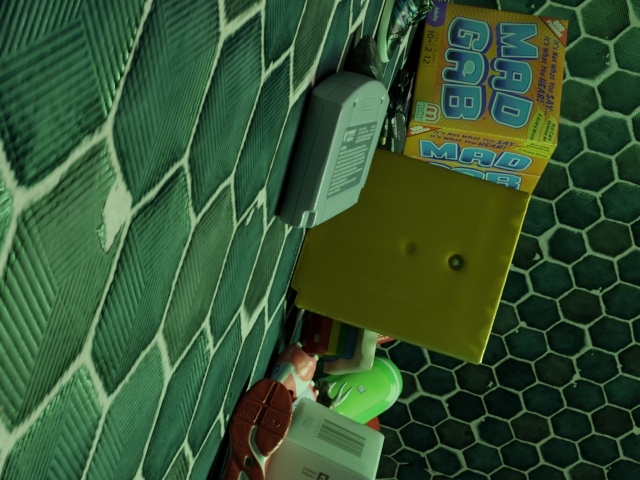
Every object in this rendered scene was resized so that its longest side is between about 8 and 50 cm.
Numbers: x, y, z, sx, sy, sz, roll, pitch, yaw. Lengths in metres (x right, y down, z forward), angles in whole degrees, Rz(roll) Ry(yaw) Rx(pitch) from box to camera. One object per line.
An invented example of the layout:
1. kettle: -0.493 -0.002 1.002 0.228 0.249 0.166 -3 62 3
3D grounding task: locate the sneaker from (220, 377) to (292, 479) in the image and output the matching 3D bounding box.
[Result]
1. sneaker: -0.113 0.312 1.390 0.128 0.087 0.221 -53 -167 54

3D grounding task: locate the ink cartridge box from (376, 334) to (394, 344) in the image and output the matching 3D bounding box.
1. ink cartridge box: 0.121 0.076 2.035 0.273 0.114 0.197 83 -10 -63

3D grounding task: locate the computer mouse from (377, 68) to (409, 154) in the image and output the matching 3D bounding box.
1. computer mouse: 0.173 -0.255 2.273 0.184 0.060 0.262 -66 170 -52

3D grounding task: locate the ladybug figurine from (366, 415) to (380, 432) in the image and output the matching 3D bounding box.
1. ladybug figurine: 0.047 0.501 2.455 0.449 0.161 0.305 -120 -128 -86

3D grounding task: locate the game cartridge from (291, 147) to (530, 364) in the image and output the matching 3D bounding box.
1. game cartridge: 0.139 0.014 1.539 0.053 0.323 0.285 65 43 -81

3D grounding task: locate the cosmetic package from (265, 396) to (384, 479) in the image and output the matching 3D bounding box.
1. cosmetic package: -0.067 0.505 1.541 0.230 0.161 0.453 -35 150 -81

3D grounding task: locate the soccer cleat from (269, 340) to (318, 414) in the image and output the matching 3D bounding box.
1. soccer cleat: -0.056 0.257 1.671 0.095 0.083 0.248 -46 164 -25

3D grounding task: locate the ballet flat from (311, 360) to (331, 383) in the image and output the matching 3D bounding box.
1. ballet flat: 0.016 0.246 2.177 0.096 0.095 0.280 -80 -168 -54

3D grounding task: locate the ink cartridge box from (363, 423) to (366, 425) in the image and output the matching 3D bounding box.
1. ink cartridge box: 0.038 0.390 2.240 0.062 0.109 0.209 55 14 -35

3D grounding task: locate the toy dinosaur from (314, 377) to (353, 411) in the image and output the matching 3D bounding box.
1. toy dinosaur: -0.014 0.430 1.893 0.121 0.160 0.314 -49 136 -65

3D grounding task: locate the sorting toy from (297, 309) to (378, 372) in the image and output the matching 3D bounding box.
1. sorting toy: 0.035 0.095 1.680 0.257 0.089 0.256 142 -40 -74

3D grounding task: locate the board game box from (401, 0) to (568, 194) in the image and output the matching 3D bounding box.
1. board game box: 0.411 -0.351 2.507 0.356 0.356 0.356 90 9 -69

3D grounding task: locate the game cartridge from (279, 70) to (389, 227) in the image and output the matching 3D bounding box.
1. game cartridge: 0.026 -0.131 1.323 0.294 0.060 0.196 -31 142 -73

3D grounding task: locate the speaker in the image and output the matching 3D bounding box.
1. speaker: 0.051 0.344 2.079 0.296 0.131 0.131 -19 130 -50

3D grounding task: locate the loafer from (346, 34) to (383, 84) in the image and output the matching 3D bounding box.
1. loafer: 0.072 -0.247 1.475 0.170 0.062 0.061 91 13 -72

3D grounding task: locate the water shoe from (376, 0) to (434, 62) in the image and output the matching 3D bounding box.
1. water shoe: 0.152 -0.398 1.653 0.073 0.080 0.203 -51 157 -71
